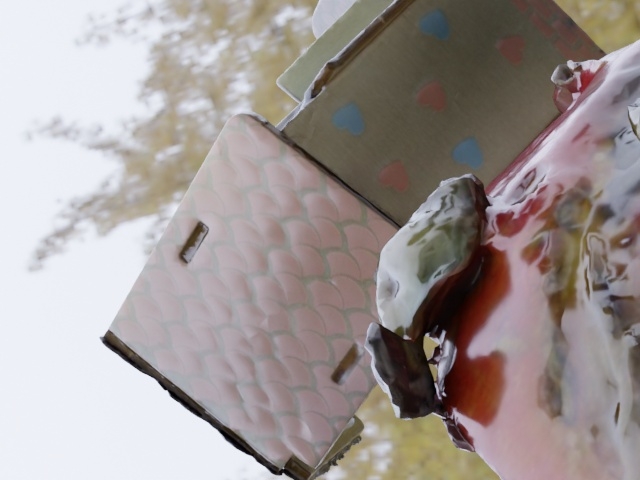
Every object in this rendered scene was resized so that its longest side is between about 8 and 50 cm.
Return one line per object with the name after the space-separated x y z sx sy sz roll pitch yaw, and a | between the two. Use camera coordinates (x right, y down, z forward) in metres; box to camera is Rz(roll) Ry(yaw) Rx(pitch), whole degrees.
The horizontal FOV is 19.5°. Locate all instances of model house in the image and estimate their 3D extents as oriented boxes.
0.000 0.000 0.980 0.169 0.326 0.244 37 -112 5 | model house

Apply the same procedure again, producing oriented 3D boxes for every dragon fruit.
0.217 -0.007 0.646 0.314 0.296 0.263 6 -63 -51 | dragon fruit
